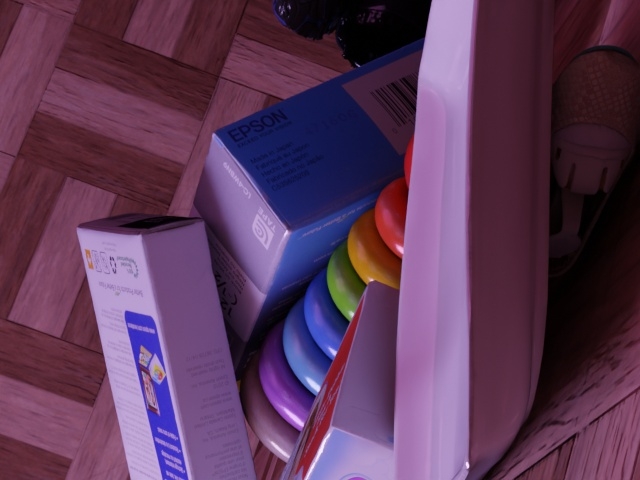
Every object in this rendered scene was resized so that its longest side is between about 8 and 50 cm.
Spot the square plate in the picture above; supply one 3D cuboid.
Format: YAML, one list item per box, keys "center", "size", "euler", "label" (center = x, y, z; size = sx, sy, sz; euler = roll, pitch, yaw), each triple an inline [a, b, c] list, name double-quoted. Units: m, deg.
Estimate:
- center: [0.083, -0.008, 0.953]
  size: [0.344, 0.049, 0.347]
  euler: [101, 173, -71]
  label: "square plate"

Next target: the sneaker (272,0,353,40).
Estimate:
- center: [0.003, -0.251, 1.525]
  size: [0.083, 0.087, 0.221]
  euler: [-64, -6, 36]
  label: "sneaker"

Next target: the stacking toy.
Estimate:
- center: [0.056, 0.034, 1.297]
  size: [0.141, 0.141, 0.330]
  euler: [-73, 9, -51]
  label: "stacking toy"

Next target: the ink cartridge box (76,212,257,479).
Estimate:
- center: [-0.117, 0.162, 1.416]
  size: [0.176, 0.069, 0.371]
  euler: [6, 107, 65]
  label: "ink cartridge box"

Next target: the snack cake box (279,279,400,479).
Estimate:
- center: [0.021, 0.179, 1.229]
  size: [0.152, 0.089, 0.264]
  euler: [-70, 2, -50]
  label: "snack cake box"

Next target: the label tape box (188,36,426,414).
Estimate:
- center: [0.000, 0.000, 1.470]
  size: [0.249, 0.115, 0.348]
  euler: [-28, -20, -30]
  label: "label tape box"

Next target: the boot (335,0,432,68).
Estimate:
- center: [0.124, -0.247, 1.457]
  size: [0.207, 0.094, 0.246]
  euler: [-59, 17, -25]
  label: "boot"

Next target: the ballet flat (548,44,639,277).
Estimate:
- center: [0.139, -0.035, 0.899]
  size: [0.168, 0.057, 0.052]
  euler: [96, -179, -59]
  label: "ballet flat"
